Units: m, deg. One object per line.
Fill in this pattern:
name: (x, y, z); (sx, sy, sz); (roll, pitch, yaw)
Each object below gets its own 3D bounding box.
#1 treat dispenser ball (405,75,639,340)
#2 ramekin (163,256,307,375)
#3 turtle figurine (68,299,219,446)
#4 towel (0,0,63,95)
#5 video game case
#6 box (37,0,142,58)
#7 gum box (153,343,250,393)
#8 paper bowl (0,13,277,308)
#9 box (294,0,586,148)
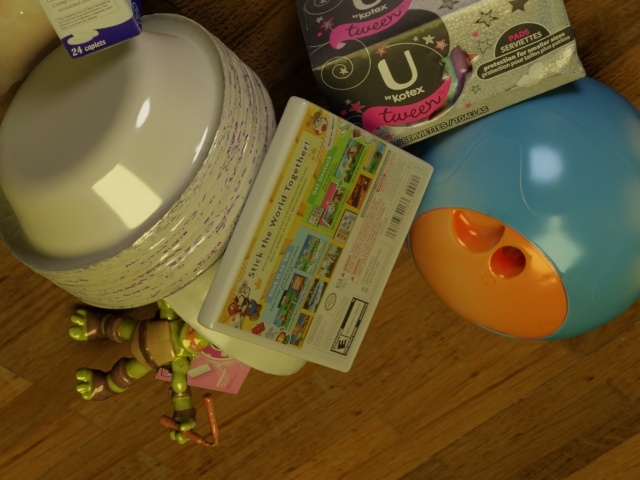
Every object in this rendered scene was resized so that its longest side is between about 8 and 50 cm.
treat dispenser ball: (0.228, -0.037, 1.595); (0.288, 0.288, 0.288); (-5, 132, -6)
ramekin: (-0.075, -0.006, 1.583); (0.277, 0.277, 0.135); (34, 109, -33)
turtle figurine: (-0.192, 0.104, 1.717); (0.217, 0.269, 0.087); (-12, -175, 42)
towel: (-0.299, -0.318, 1.406); (0.332, 0.053, 0.317); (-32, 130, 18)
video game case: (0.000, 0.000, 1.444); (0.206, 0.026, 0.227); (23, 91, -47)
box: (-0.219, -0.259, 1.353); (0.072, 0.126, 0.137); (-19, 133, 9)
gum box: (-0.122, 0.098, 1.797); (0.107, 0.062, 0.188); (13, 127, -20)
paper bowl: (-0.195, -0.090, 1.443); (0.284, 0.284, 0.148); (-33, 137, 18)
box: (0.113, -0.212, 1.503); (0.247, 0.163, 0.142); (-21, 133, 8)
